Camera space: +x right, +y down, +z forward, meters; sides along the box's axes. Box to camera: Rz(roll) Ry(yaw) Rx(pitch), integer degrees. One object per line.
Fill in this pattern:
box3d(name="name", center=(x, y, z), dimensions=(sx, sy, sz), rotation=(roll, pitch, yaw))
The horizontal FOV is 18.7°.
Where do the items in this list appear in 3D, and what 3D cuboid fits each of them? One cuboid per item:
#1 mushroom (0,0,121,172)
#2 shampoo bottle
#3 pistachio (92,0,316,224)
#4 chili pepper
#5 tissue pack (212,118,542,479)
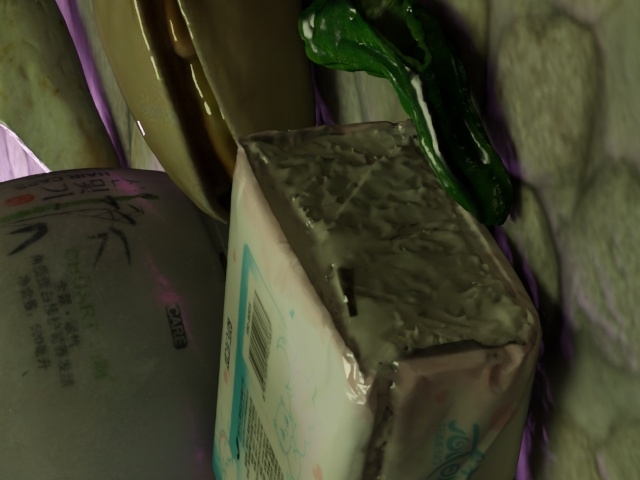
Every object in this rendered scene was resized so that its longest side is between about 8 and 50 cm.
box3d(name="mushroom", center=(-0.261, -0.145, 1.730), dimensions=(0.087, 0.107, 0.333), rotation=(82, 169, -66))
box3d(name="shampoo bottle", center=(-0.143, 0.085, 1.299), dimensions=(0.273, 0.266, 0.273), rotation=(167, 90, -73))
box3d(name="pistachio", center=(-0.067, -0.123, 1.195), dimensions=(0.152, 0.126, 0.223), rotation=(-13, -94, -76))
box3d(name="chili pepper", center=(0.047, -0.084, 1.005), dimensions=(0.182, 0.050, 0.073), rotation=(55, 143, 42))
box3d(name="tissue pack", center=(0.022, 0.094, 1.064), dimensions=(0.271, 0.124, 0.201), rotation=(96, 153, -42))
